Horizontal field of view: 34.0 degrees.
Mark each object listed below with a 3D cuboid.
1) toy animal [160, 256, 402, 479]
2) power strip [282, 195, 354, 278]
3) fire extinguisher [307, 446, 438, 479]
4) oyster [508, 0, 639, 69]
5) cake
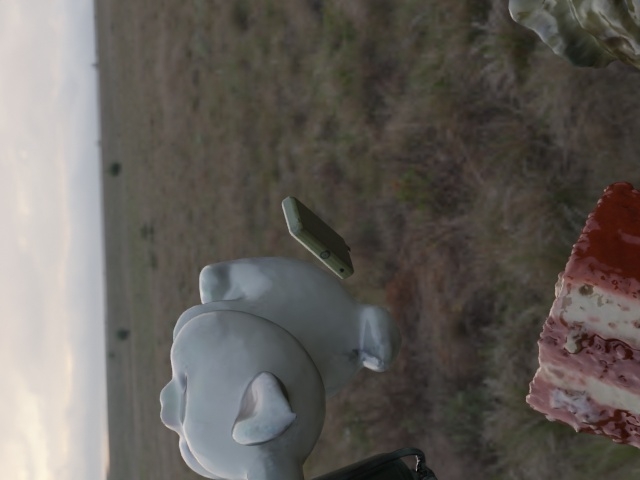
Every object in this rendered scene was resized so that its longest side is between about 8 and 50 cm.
[{"bbox_3d":[-0.043,0.158,1.113,0.367,0.241,0.196,-68,-27,-65],"label":"toy animal"},{"bbox_3d":[0.000,0.000,1.592,0.169,0.028,0.076,41,-157,-43],"label":"power strip"},{"bbox_3d":[0.041,0.317,1.267,0.093,0.294,0.118,29,124,49],"label":"fire extinguisher"},{"bbox_3d":[0.157,-0.137,0.508,0.096,0.361,0.221,-19,65,38],"label":"oyster"},{"bbox_3d":[0.473,0.118,1.512,0.270,0.269,0.320,-47,-35,-44],"label":"cake"}]
